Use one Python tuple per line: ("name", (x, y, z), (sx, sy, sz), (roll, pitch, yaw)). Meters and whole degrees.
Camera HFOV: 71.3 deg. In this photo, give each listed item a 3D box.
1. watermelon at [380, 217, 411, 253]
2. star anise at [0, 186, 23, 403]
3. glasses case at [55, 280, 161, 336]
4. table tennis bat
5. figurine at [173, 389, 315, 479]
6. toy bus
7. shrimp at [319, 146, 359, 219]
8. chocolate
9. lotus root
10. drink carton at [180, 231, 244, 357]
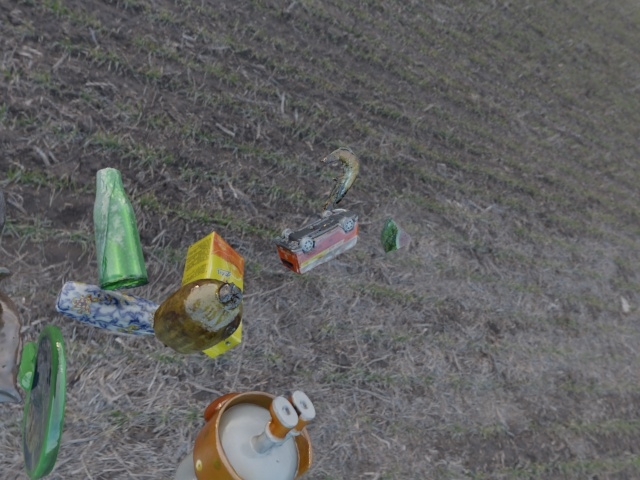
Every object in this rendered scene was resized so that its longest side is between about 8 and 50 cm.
("watermelon", (0.193, -0.014, 1.168), (0.072, 0.085, 0.092), (4, 77, -42))
("star anise", (-0.364, 0.020, 0.419), (0.111, 0.199, 0.257), (-22, 107, -59))
("glasses case", (-0.482, 0.165, 1.050), (0.248, 0.065, 0.086), (24, 41, -32))
("table tennis bat", (-0.336, 0.172, 0.531), (0.039, 0.257, 0.160), (9, 89, -37))
("figurine", (-0.102, 0.282, 0.539), (0.143, 0.271, 0.143), (26, 14, -7))
("toy bus", (0.000, 0.000, 0.876), (0.174, 0.079, 0.077), (-26, 121, -30))
("shrimp", (0.029, -0.146, 1.126), (0.195, 0.035, 0.148), (-59, 148, -4))
("chocolate", (-0.480, -0.032, 1.046), (0.110, 0.110, 0.290), (-5, 72, -35))
("lotus root", (-0.247, 0.152, 0.920), (0.145, 0.260, 0.128), (34, 39, -28))
("drink carton", (-0.308, 0.142, 1.268), (0.154, 0.111, 0.351), (48, 18, -33))
